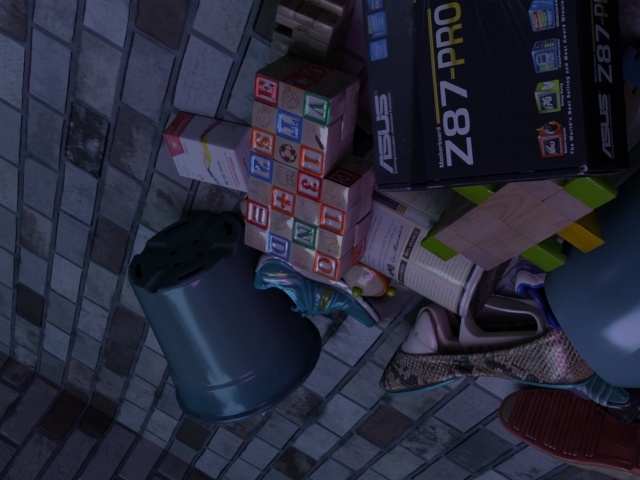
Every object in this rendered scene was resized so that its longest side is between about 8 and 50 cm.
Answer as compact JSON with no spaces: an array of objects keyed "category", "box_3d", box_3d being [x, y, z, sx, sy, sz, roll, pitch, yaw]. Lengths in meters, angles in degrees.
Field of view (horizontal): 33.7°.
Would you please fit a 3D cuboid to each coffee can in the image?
[{"category":"coffee can","box_3d":[0.162,-0.022,1.695,0.275,0.201,0.201,29,150,18]}]

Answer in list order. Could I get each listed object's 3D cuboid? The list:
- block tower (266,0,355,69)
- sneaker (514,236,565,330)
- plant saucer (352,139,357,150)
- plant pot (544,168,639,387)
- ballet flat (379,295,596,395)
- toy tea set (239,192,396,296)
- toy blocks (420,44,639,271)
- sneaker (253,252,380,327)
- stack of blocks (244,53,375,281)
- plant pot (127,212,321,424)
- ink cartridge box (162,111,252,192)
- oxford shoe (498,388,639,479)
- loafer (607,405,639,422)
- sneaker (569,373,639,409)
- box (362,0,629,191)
[{"category":"block tower","box_3d":[-0.030,-0.254,1.634,0.097,0.091,0.335,26,141,10]},{"category":"sneaker","box_3d":[0.433,0.117,1.767,0.296,0.131,0.112,38,146,-13]},{"category":"plant saucer","box_3d":[0.001,-0.152,1.843,0.199,0.036,0.198,21,148,14]},{"category":"plant pot","box_3d":[0.453,0.065,1.441,0.235,0.293,0.293,-38,112,22]},{"category":"ballet flat","box_3d":[0.292,0.187,1.994,0.483,0.164,0.182,-9,109,41]},{"category":"toy tea set","box_3d":[0.000,0.000,1.972,0.336,0.124,0.200,16,146,22]},{"category":"toy blocks","box_3d":[0.302,-0.123,1.437,0.191,0.261,0.381,32,156,-7]},{"category":"sneaker","box_3d":[-0.007,0.106,2.105,0.275,0.110,0.107,29,-178,-15]},{"category":"stack of blocks","box_3d":[-0.012,-0.105,1.570,0.171,0.087,0.297,22,127,23]},{"category":"plant pot","box_3d":[-0.214,0.144,2.196,0.341,0.341,0.334,4,132,37]},{"category":"ink cartridge box","box_3d":[-0.180,-0.160,1.954,0.198,0.067,0.115,14,144,25]},{"category":"oxford shoe","box_3d":[0.543,0.407,2.084,0.397,0.140,0.146,17,153,25]},{"category":"loafer","box_3d":[0.561,0.298,1.952,0.061,0.062,0.170,44,167,9]},{"category":"sneaker","box_3d":[0.517,0.264,1.939,0.098,0.083,0.224,38,172,-33]},{"category":"box","box_3d":[0.190,-0.261,1.232,0.318,0.097,0.395,-1,94,50]}]
